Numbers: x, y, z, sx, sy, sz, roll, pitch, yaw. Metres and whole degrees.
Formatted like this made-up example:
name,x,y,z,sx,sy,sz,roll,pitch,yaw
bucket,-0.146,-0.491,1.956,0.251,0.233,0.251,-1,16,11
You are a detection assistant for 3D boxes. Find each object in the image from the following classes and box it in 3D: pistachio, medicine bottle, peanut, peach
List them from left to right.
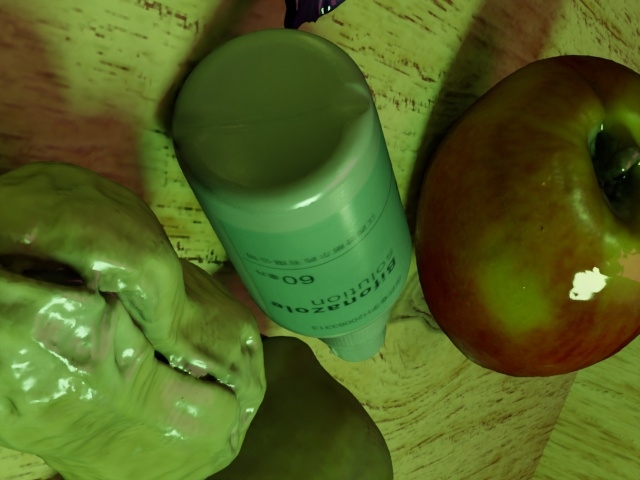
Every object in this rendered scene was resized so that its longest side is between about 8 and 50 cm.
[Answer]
name,x,y,z,sx,sy,sz,roll,pitch,yaw
peanut,-0.101,0.050,0.711,0.130,0.130,0.290,-62,160,-10
pistachio,-0.059,0.191,0.959,0.260,0.163,0.212,-46,127,-38
medicine bottle,0.000,0.000,0.954,0.110,0.110,0.352,-61,161,-15
peach,0.196,-0.020,1.304,0.281,0.238,0.281,-177,-90,-73

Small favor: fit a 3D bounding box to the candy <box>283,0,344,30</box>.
name,x,y,z,sx,sy,sz,roll,pitch,yaw
candy,0.054,-0.222,0.896,0.275,0.070,0.145,-38,142,-47
